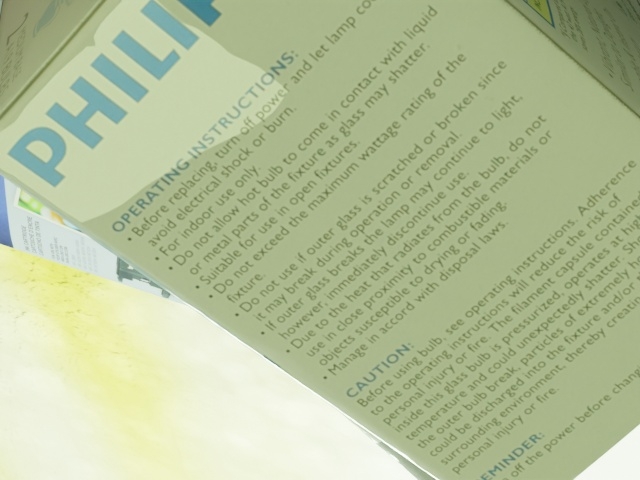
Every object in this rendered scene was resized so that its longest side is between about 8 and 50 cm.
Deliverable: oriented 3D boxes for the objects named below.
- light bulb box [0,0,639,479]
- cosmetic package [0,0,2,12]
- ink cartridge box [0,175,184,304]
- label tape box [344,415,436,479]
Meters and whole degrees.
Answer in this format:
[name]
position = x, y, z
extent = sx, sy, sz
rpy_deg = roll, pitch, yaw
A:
[light bulb box]
position = 0.028, -0.101, 0.968
extent = 0.361, 0.358, 0.225
rpy_deg = 37, 111, -23
[cosmetic package]
position = -0.322, -0.243, 1.219
extent = 0.224, 0.138, 0.224
rpy_deg = 3, 144, 26
[ink cartridge box]
position = -0.201, -0.039, 1.537
extent = 0.311, 0.065, 0.186
rpy_deg = 20, 148, 6
[label tape box]
position = 0.000, 0.000, 1.281
extent = 0.115, 0.249, 0.347
rpy_deg = -41, 122, 12
